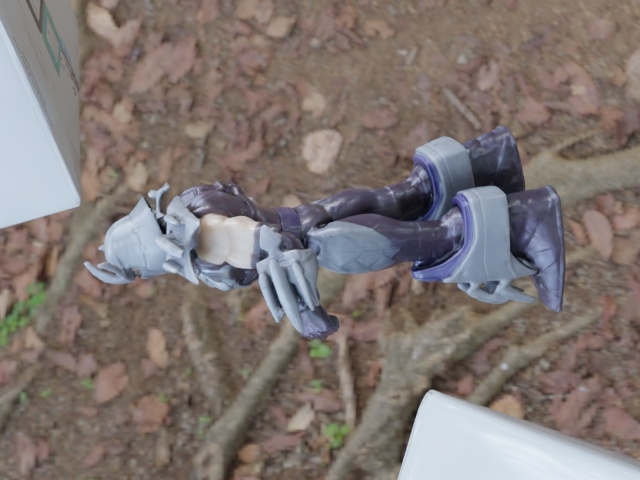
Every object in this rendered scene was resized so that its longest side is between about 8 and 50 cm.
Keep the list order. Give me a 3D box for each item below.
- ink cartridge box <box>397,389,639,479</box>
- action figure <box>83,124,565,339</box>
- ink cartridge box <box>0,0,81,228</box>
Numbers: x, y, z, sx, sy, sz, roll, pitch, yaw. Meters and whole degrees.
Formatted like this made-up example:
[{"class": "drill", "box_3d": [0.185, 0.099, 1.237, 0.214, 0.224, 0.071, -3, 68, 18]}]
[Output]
[{"class": "ink cartridge box", "box_3d": [0.222, 0.201, 0.643, 0.309, 0.272, 0.130, 15, 83, 53]}, {"class": "action figure", "box_3d": [0.000, 0.000, 0.800, 0.185, 0.285, 0.099, -124, 30, -65]}, {"class": "ink cartridge box", "box_3d": [-0.302, -0.149, 0.973, 0.198, 0.197, 0.270, -16, 38, 1]}]
